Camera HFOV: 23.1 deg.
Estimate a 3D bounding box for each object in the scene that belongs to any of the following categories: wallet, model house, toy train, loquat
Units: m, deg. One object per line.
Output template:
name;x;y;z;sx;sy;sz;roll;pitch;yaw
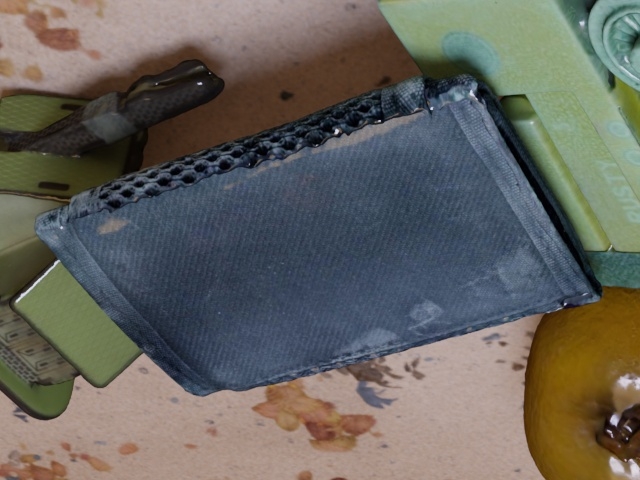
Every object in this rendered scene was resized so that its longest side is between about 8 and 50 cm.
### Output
wallet;0.000;0.000;1.113;0.342;0.075;0.237;-17;137;24
model house;-0.158;-0.016;1.230;0.278;0.205;0.218;-22;131;22
toy train;0.223;-0.093;1.050;0.253;0.160;0.397;1;141;42
loquat;0.260;0.127;1.263;0.208;0.208;0.208;7;138;6
